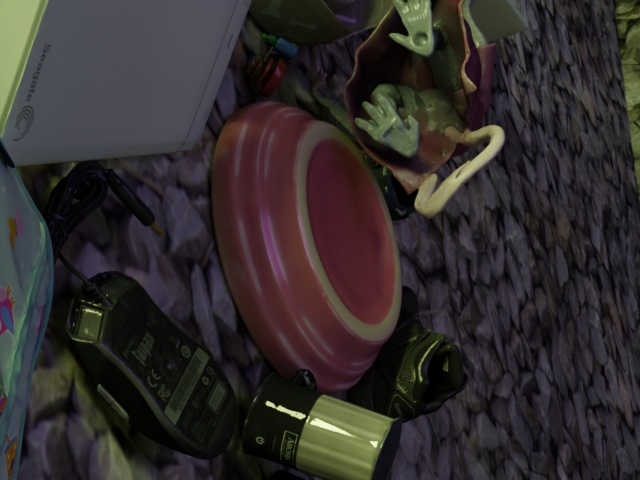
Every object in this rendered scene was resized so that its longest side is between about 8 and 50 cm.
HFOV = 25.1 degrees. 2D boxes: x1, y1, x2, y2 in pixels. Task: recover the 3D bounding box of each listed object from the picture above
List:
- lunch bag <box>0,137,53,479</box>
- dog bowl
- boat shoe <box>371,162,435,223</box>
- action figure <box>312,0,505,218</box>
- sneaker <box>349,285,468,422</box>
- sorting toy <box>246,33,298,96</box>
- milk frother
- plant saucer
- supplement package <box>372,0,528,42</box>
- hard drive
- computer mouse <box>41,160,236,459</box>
[{"bbox_3d":[-0.256,0.051,0.922,0.224,0.108,0.279,69,22,-48],"label":"lunch bag"},{"bbox_3d":[-0.032,-0.392,1.724,0.349,0.102,0.348,44,37,-47],"label":"dog bowl"},{"bbox_3d":[0.103,-0.073,1.844,0.254,0.079,0.095,-16,90,-66],"label":"boat shoe"},{"bbox_3d":[0.154,-0.170,1.720,0.275,0.248,0.370,51,5,15],"label":"action figure"},{"bbox_3d":[0.117,0.129,1.693,0.087,0.130,0.227,63,24,-27],"label":"sneaker"},{"bbox_3d":[-0.058,-0.204,1.626,0.042,0.061,0.102,31,28,-8],"label":"sorting toy"},{"bbox_3d":[0.013,0.183,1.408,0.129,0.135,0.143,93,22,-45],"label":"milk frother"},{"bbox_3d":[0.000,0.000,1.574,0.332,0.084,0.332,44,37,-47],"label":"plant saucer"},{"bbox_3d":[0.160,-0.375,2.012,0.203,0.194,0.149,37,44,-54],"label":"supplement package"},{"bbox_3d":[-0.158,-0.179,1.196,0.233,0.047,0.353,-68,163,13],"label":"hard drive"},{"bbox_3d":[-0.162,0.060,1.224,0.262,0.060,0.184,47,38,-26],"label":"computer mouse"}]
